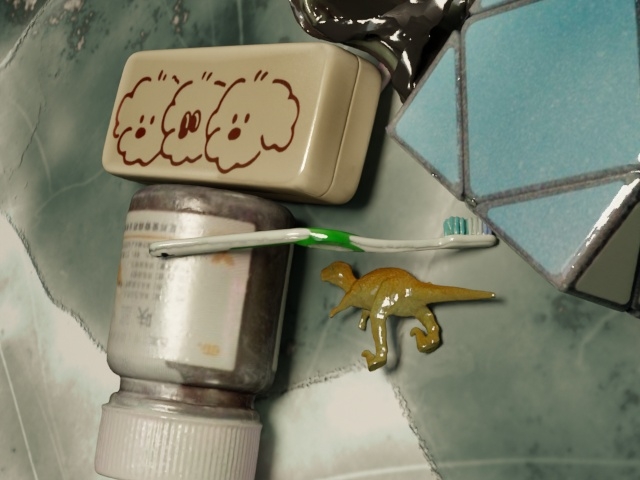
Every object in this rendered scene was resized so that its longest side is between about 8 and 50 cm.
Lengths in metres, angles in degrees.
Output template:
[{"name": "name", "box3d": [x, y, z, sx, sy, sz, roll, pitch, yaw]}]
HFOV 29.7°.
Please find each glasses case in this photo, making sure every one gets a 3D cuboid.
[{"name": "glasses case", "box3d": [-0.089, -0.118, 1.209, 0.336, 0.076, 0.144, 6, 80, 47]}]

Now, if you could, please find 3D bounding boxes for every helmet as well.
[{"name": "helmet", "box3d": [0.082, -0.264, 1.005, 0.305, 0.177, 0.225, 46, 157, 5]}]

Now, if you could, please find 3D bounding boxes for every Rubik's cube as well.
[{"name": "Rubik's cube", "box3d": [0.214, -0.082, 0.870, 0.205, 0.207, 0.205, 46, 110, 37]}]

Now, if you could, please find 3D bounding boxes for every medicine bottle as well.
[{"name": "medicine bottle", "box3d": [-0.120, 0.093, 1.144, 0.165, 0.165, 0.273, 2, 80, 41]}]

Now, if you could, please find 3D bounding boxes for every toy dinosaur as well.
[{"name": "toy dinosaur", "box3d": [0.073, 0.040, 1.076, 0.162, 0.039, 0.126, -38, 56, 27]}]

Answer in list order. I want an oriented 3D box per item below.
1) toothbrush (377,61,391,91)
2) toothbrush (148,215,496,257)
[{"name": "toothbrush", "box3d": [0.047, -0.144, 1.150, 0.269, 0.027, 0.021, -51, 36, 19]}, {"name": "toothbrush", "box3d": [0.000, 0.002, 1.049, 0.303, 0.030, 0.030, -4, 74, 4]}]
